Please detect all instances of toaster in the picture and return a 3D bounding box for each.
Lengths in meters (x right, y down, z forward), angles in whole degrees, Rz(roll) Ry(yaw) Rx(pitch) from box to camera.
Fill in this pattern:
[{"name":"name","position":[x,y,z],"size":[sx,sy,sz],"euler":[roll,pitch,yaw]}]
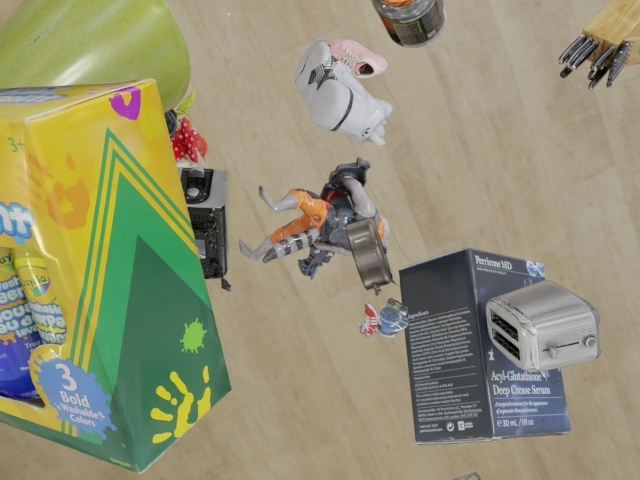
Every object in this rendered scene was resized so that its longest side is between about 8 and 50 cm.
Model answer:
[{"name":"toaster","position":[-0.215,-0.022,1.007],"size":[0.168,0.110,0.185],"euler":[2,136,-3]},{"name":"toaster","position":[0.419,0.161,1.319],"size":[0.147,0.227,0.129],"euler":[-13,110,-11]}]

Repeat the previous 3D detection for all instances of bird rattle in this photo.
[{"name":"bird rattle","position":[-0.338,-0.268,1.787],"size":[0.143,0.253,0.207],"euler":[-30,138,-3]}]

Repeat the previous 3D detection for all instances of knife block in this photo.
[{"name":"knife block","position":[0.676,-0.491,1.652],"size":[0.242,0.275,0.088],"euler":[-5,147,6]}]

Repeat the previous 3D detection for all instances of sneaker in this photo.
[{"name":"sneaker","position":[0.136,0.233,1.985],"size":[0.067,0.042,0.118],"euler":[-33,128,-10]},{"name":"sneaker","position":[0.073,-0.391,1.476],"size":[0.134,0.070,0.051],"euler":[27,127,12]},{"name":"sneaker","position":[0.060,-0.381,1.802],"size":[0.210,0.365,0.137],"euler":[25,123,-32]},{"name":"sneaker","position":[0.121,0.147,1.184],"size":[0.052,0.135,0.058],"euler":[28,105,10]}]

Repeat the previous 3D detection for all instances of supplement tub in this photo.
[{"name":"supplement tub","position":[0.150,-0.414,1.171],"size":[0.117,0.190,0.117],"euler":[-1,86,16]}]

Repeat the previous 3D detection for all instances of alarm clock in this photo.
[{"name":"alarm clock","position":[0.085,0.005,1.265],"size":[0.064,0.129,0.192],"euler":[-21,88,6]}]

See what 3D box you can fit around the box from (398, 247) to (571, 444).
[{"name":"box","position":[0.363,0.244,1.531],"size":[0.294,0.212,0.395],"euler":[10,68,-40]}]

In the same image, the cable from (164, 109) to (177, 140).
[{"name":"cable","position":[-0.361,-0.268,1.385],"size":[0.047,0.184,0.150],"euler":[-31,70,24]}]

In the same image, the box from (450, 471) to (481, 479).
[{"name":"box","position":[0.364,0.663,1.821],"size":[0.137,0.094,0.027],"euler":[-20,89,2]}]

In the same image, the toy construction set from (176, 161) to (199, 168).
[{"name":"toy construction set","position":[-0.432,-0.187,1.772],"size":[0.215,0.328,0.151],"euler":[25,98,-36]}]

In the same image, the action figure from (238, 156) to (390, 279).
[{"name":"action figure","position":[0.000,0.000,1.472],"size":[0.330,0.178,0.341],"euler":[-3,132,-25]}]

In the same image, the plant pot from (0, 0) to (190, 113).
[{"name":"plant pot","position":[-0.391,-0.238,1.029],"size":[0.275,0.293,0.274],"euler":[16,135,17]}]

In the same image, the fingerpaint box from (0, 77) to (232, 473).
[{"name":"fingerpaint box","position":[-0.355,0.022,0.778],"size":[0.445,0.163,0.371],"euler":[6,117,31]}]
